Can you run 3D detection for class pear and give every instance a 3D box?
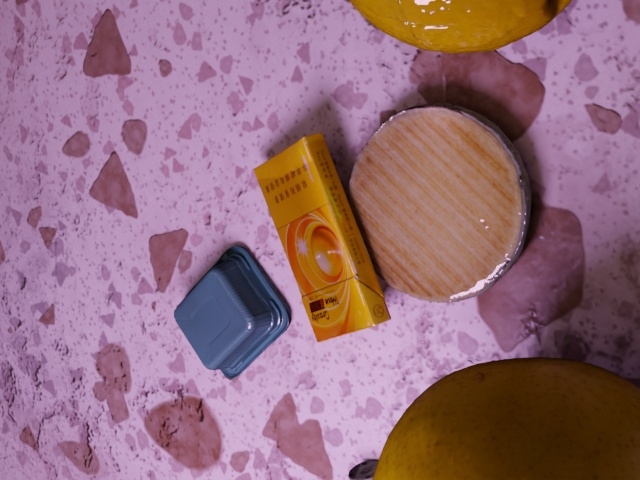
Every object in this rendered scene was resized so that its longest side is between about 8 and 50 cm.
[{"bbox_3d":[0.223,0.306,1.073,0.362,0.418,0.363,7,119,13],"label":"pear"}]

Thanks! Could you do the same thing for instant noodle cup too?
[{"bbox_3d":[-0.146,0.114,1.539,0.179,0.070,0.157,-46,72,34],"label":"instant noodle cup"}]

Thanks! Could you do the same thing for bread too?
[{"bbox_3d":[0.153,-0.047,1.310,0.266,0.040,0.267,8,105,33],"label":"bread"}]

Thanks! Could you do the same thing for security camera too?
[{"bbox_3d":[0.080,0.368,1.454,0.058,0.058,0.092,-8,108,36],"label":"security camera"}]

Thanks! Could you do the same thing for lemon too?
[{"bbox_3d":[0.149,-0.346,1.102,0.297,0.297,0.297,8,105,33],"label":"lemon"}]

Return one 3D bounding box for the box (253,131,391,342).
[{"bbox_3d":[0.000,0.000,1.401,0.152,0.043,0.269,-23,87,57],"label":"box"}]
